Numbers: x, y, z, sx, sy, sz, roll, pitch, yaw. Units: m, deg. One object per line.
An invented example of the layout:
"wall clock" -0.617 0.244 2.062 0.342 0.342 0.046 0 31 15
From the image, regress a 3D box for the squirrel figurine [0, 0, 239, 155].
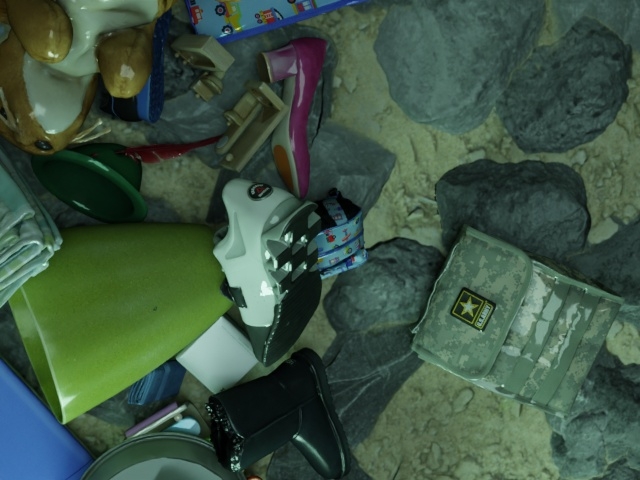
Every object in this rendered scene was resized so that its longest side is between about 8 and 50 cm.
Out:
"squirrel figurine" -0.342 -0.316 1.110 0.281 0.397 0.370 3 133 -41

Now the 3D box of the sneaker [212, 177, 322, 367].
"sneaker" -0.084 0.042 1.200 0.122 0.146 0.330 -40 149 -38

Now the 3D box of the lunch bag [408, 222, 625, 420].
"lunch bag" 0.314 0.129 1.398 0.287 0.169 0.235 22 99 -8

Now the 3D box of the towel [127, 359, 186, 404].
"towel" -0.257 0.221 1.320 0.029 0.119 0.067 25 96 20

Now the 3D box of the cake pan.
"cake pan" -0.246 0.446 1.302 0.293 0.054 0.293 -2 98 -11

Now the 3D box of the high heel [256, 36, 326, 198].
"high heel" -0.022 -0.192 1.317 0.117 0.082 0.244 -19 104 -24

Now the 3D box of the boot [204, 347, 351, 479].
"boot" -0.069 0.317 1.342 0.207 0.094 0.246 -26 111 -32

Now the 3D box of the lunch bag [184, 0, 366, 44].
"lunch bag" -0.095 -0.422 1.231 0.293 0.138 0.221 -16 106 2

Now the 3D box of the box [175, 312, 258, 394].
"box" -0.165 0.175 1.340 0.102 0.087 0.101 -44 106 -1

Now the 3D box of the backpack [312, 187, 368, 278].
"backpack" 0.000 0.000 1.298 0.158 0.173 0.117 -20 104 -9

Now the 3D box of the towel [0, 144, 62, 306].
"towel" -0.519 0.016 1.103 0.320 0.374 0.090 -47 135 -2

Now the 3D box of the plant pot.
"plant pot" -0.284 0.082 1.227 0.293 0.275 0.274 -21 105 -25

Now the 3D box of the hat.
"hat" -0.302 -0.139 1.269 0.208 0.173 0.183 42 55 -35

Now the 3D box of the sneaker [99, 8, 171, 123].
"sneaker" -0.276 -0.289 1.222 0.090 0.081 0.232 10 103 10

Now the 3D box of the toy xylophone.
"toy xylophone" -0.220 0.421 1.380 0.236 0.081 0.322 -39 106 -2

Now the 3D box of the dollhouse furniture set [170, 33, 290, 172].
"dollhouse furniture set" -0.164 -0.203 1.228 0.151 0.144 0.123 43 78 -34

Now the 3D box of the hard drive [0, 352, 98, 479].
"hard drive" -0.509 0.307 1.264 0.210 0.040 0.318 -36 121 -10
